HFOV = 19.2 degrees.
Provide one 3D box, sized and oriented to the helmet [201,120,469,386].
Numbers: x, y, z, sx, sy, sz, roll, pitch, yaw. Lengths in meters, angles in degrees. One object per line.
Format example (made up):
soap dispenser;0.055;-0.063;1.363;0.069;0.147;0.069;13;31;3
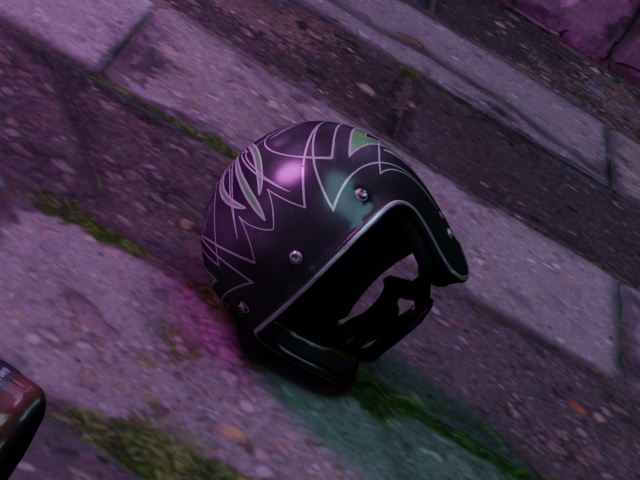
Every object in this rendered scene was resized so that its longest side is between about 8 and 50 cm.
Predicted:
helmet;0.000;0.000;1.255;0.161;0.169;0.169;39;15;-31

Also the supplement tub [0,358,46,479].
supplement tub;-0.233;0.061;0.875;0.198;0.106;0.106;33;21;2
